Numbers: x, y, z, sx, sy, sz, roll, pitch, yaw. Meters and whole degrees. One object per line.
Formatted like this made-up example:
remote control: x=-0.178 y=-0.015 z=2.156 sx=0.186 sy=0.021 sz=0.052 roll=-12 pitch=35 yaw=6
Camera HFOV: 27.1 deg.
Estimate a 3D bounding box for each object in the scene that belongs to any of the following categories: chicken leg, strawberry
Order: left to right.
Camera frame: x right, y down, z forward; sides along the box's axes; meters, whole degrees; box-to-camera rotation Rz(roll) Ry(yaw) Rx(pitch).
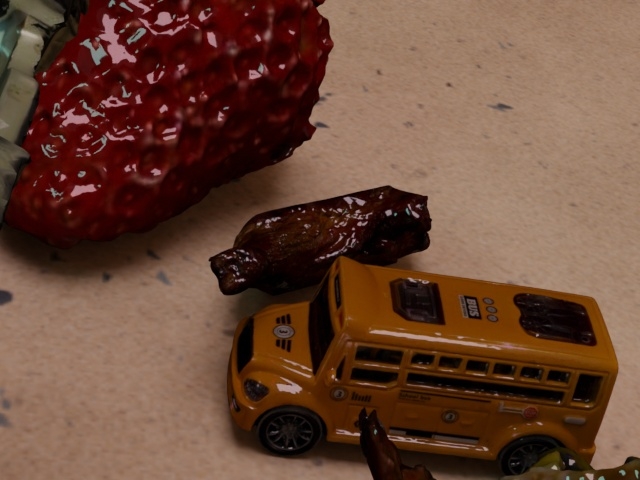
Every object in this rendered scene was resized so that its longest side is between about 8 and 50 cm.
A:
strawberry: x=-0.113 y=-0.093 z=0.818 sx=0.205 sy=0.205 sz=0.244 roll=21 pitch=56 yaw=10
chicken leg: x=-0.004 y=0.001 z=0.770 sx=0.219 sy=0.089 sz=0.048 roll=-12 pitch=82 yaw=-49

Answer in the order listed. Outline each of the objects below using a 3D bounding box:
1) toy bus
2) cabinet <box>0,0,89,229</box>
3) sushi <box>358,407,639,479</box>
toy bus: x=0.051 y=0.063 z=0.700 sx=0.194 sy=0.088 sz=0.083 roll=8 pitch=33 yaw=-8
cabinet: x=-0.262 y=-0.010 z=0.420 sx=0.290 sy=0.318 sz=0.227 roll=26 pitch=30 yaw=-17
sushi: x=0.155 y=0.146 z=0.568 sx=0.296 sy=0.167 sz=0.179 roll=3 pitch=57 yaw=-5
